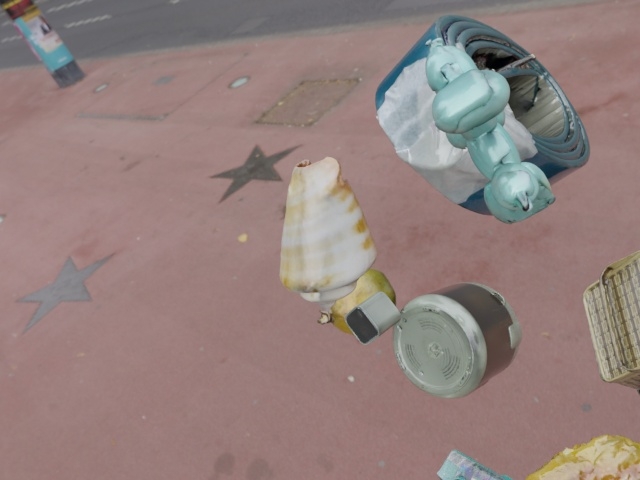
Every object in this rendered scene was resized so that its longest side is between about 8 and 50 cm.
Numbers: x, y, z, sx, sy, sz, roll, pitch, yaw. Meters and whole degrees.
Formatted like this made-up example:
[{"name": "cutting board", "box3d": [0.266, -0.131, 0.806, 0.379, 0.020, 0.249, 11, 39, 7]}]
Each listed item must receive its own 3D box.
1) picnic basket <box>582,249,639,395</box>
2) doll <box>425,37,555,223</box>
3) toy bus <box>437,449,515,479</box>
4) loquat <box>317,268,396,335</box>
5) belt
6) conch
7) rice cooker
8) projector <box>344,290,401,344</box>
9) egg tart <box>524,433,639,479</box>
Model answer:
[{"name": "picnic basket", "box3d": [0.656, 0.136, 0.987, 0.176, 0.312, 0.227, 17, 53, -13]}, {"name": "doll", "box3d": [0.135, -0.091, 0.444, 0.059, 0.159, 0.159, -29, -10, 18]}, {"name": "toy bus", "box3d": [0.374, 0.562, 1.181, 0.109, 0.091, 0.262, -56, 27, -14]}, {"name": "loquat", "box3d": [0.100, 0.188, 1.579, 0.246, 0.213, 0.213, -22, 32, -25]}, {"name": "belt", "box3d": [0.276, -0.202, 0.866, 0.437, 0.300, 0.173, -20, -17, -46]}, {"name": "conch", "box3d": [-0.004, 0.008, 0.839, 0.158, 0.255, 0.127, -2, 32, 24]}, {"name": "rice cooker", "box3d": [0.419, 0.300, 1.646, 0.335, 0.334, 0.325, 11, 15, 41]}, {"name": "projector", "box3d": [0.118, 0.175, 1.209, 0.082, 0.083, 0.083, -28, -14, -39]}, {"name": "egg tart", "box3d": [0.384, 0.415, 0.649, 0.352, 0.153, 0.339, 7, 59, -6]}]
